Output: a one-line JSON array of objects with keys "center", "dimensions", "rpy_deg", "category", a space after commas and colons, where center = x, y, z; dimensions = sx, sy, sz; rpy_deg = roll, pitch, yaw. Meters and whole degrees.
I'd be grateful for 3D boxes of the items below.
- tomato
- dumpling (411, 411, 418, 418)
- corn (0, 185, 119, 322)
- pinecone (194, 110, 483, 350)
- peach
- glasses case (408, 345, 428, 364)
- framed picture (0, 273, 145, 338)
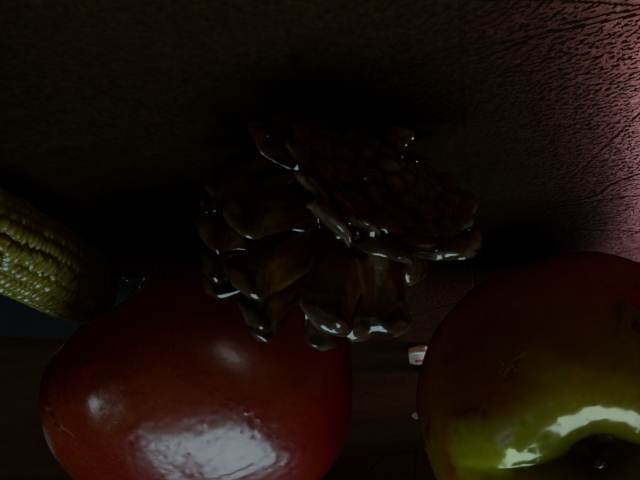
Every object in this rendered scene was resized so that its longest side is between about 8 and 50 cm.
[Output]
[{"center": [-0.092, 0.134, 0.712], "dimensions": [0.299, 0.226, 0.298], "rpy_deg": [-34, 179, 0], "category": "tomato"}, {"center": [0.248, 0.265, 1.352], "dimensions": [0.199, 0.118, 0.136], "rpy_deg": [-27, 159, 2], "category": "dumpling"}, {"center": [-0.239, 0.014, 0.649], "dimensions": [0.080, 0.080, 0.238], "rpy_deg": [-8, 162, 13], "category": "corn"}, {"center": [0.001, -0.004, 0.537], "dimensions": [0.179, 0.149, 0.195], "rpy_deg": [15, 162, -33], "category": "pinecone"}, {"center": [0.271, 0.175, 0.820], "dimensions": [0.370, 0.369, 0.370], "rpy_deg": [-3, 159, -1], "category": "peach"}, {"center": [0.152, 0.178, 1.221], "dimensions": [0.032, 0.021, 0.083], "rpy_deg": [-7, 159, 5], "category": "glasses case"}, {"center": [-0.389, 0.063, 0.850], "dimensions": [0.339, 0.014, 0.255], "rpy_deg": [7, 157, -26], "category": "framed picture"}]
